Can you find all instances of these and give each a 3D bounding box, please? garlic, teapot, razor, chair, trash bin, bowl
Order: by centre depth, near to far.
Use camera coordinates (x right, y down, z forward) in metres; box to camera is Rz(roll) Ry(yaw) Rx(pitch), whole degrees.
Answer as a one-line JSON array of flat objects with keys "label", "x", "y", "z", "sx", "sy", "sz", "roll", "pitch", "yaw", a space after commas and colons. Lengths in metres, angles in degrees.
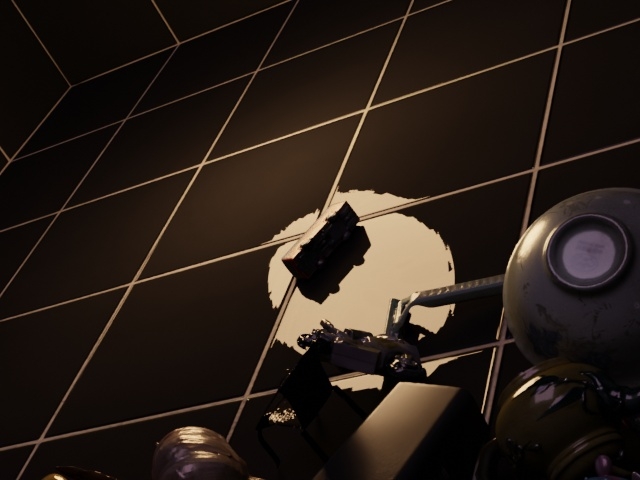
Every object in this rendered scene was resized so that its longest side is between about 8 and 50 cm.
[{"label": "teapot", "x": 0.320, "y": 0.267, "z": 1.550, "sx": 0.269, "sy": 0.173, "sz": 0.182, "roll": -47, "pitch": 54, "yaw": 21}, {"label": "bowl", "x": 0.382, "y": 0.042, "z": 1.618, "sx": 0.314, "sy": 0.146, "sz": 0.313, "roll": -10, "pitch": 64, "yaw": 23}, {"label": "trash bin", "x": 0.120, "y": 0.318, "z": 1.700, "sx": 0.165, "sy": 0.115, "sz": 0.225, "roll": -2, "pitch": 35, "yaw": 45}, {"label": "garlic", "x": -0.147, "y": 0.384, "z": 1.798, "sx": 0.212, "sy": 0.218, "sz": 0.218, "roll": -6, "pitch": 22, "yaw": -16}, {"label": "chair", "x": -0.029, "y": 0.255, "z": 1.846, "sx": 0.149, "sy": 0.213, "sz": 0.174, "roll": 4, "pitch": 43, "yaw": 42}, {"label": "razor", "x": 0.236, "y": 0.094, "z": 2.008, "sx": 0.278, "sy": 0.056, "sz": 0.111, "roll": -20, "pitch": 28, "yaw": 22}]

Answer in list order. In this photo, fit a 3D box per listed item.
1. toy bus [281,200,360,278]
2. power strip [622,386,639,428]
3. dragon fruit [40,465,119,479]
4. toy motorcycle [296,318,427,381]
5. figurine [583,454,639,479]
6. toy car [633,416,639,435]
[{"label": "toy bus", "x": 0.000, "y": 0.000, "z": 2.404, "sx": 0.192, "sy": 0.065, "sz": 0.077, "roll": -47, "pitch": 20, "yaw": -29}, {"label": "power strip", "x": 0.507, "y": 0.159, "z": 1.644, "sx": 0.279, "sy": 0.037, "sz": 0.109, "roll": -32, "pitch": 27, "yaw": -1}, {"label": "dragon fruit", "x": -0.386, "y": 0.482, "z": 1.765, "sx": 0.290, "sy": 0.189, "sz": 0.290, "roll": -51, "pitch": 25, "yaw": 35}, {"label": "toy motorcycle", "x": 0.081, "y": 0.185, "z": 1.942, "sx": 0.225, "sy": 0.073, "sz": 0.152, "roll": 14, "pitch": 8, "yaw": 21}, {"label": "figurine", "x": 0.371, "y": 0.378, "z": 1.374, "sx": 0.205, "sy": 0.103, "sz": 0.260, "roll": -67, "pitch": 29, "yaw": 10}, {"label": "toy car", "x": 0.463, "y": 0.268, "z": 1.485, "sx": 0.095, "sy": 0.056, "sz": 0.205, "roll": -27, "pitch": 29, "yaw": 13}]
